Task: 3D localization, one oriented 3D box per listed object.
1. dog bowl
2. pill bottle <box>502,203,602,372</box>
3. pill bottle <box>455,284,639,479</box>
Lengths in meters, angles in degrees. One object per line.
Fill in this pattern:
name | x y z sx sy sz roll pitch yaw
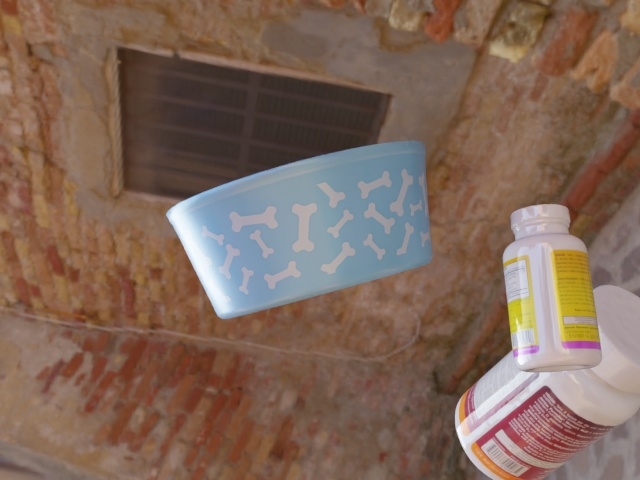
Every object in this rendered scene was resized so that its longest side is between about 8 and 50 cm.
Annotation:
dog bowl | 0.000 0.000 0.540 0.297 0.166 0.074 20 -126 -86
pill bottle | 0.119 0.025 0.395 0.043 0.043 0.083 112 157 -73
pill bottle | 0.243 0.150 0.766 0.221 0.121 0.121 -55 17 40
